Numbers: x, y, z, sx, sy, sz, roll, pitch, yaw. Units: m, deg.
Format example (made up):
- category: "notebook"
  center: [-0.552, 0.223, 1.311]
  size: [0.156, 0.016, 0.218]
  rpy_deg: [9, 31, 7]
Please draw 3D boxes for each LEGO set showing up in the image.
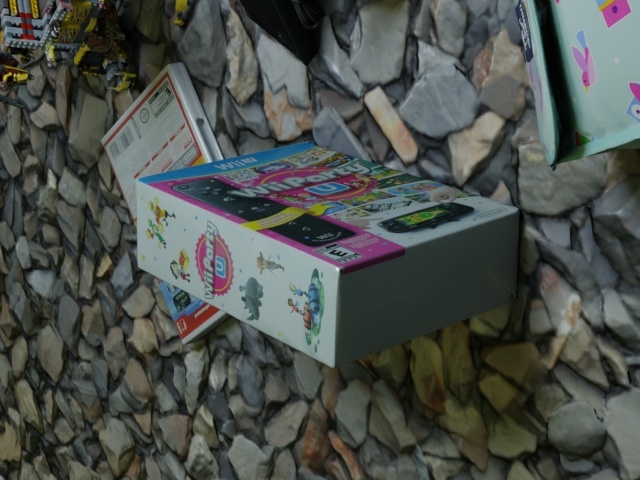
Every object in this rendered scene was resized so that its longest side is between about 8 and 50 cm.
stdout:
- category: "LEGO set"
  center: [-0.270, -0.243, 1.560]
  size: [0.331, 0.255, 0.192]
  rpy_deg: [-40, 54, 42]

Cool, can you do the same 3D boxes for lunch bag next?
- category: "lunch bag"
  center: [0.228, -0.177, 1.032]
  size: [0.262, 0.160, 0.223]
  rpy_deg: [-12, 91, 59]

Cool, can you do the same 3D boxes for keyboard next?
- category: "keyboard"
  center: [-0.067, -0.287, 1.330]
  size: [0.201, 0.033, 0.317]
  rpy_deg: [44, 170, 40]

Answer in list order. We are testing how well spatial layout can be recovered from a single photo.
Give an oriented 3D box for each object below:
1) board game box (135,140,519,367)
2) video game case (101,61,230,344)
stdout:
- category: "board game box"
  center: [0.000, 0.000, 1.319]
  size: [0.303, 0.224, 0.098]
  rpy_deg: [21, 118, 46]
- category: "video game case"
  center: [-0.164, -0.040, 1.675]
  size: [0.204, 0.025, 0.285]
  rpy_deg: [-37, 72, 50]
